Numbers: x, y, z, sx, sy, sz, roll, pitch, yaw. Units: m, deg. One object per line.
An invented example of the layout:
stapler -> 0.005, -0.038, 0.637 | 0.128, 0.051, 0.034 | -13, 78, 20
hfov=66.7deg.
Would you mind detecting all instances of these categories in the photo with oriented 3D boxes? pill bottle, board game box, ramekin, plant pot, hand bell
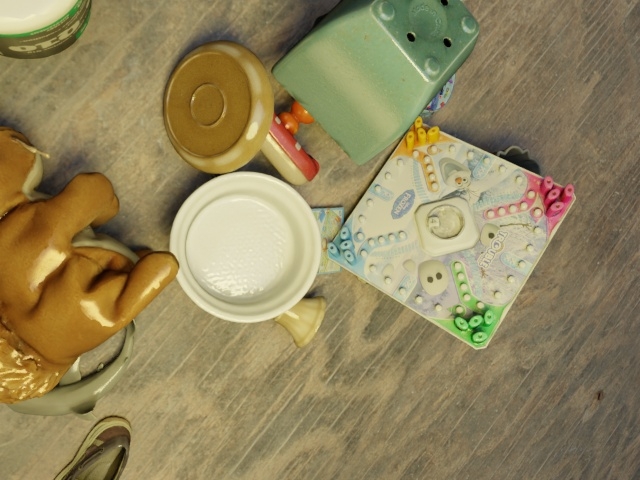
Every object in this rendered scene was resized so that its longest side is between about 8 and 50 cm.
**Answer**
pill bottle -> -0.412, -0.353, 0.640 | 0.204, 0.361, 0.204 | -6, 105, -24
board game box -> 0.267, -0.037, 1.035 | 0.390, 0.390, 0.050 | -55, 158, -9
ramekin -> -0.148, 0.014, 0.948 | 0.277, 0.135, 0.277 | 1, 87, -16
plant pot -> 0.112, -0.320, 0.826 | 0.247, 0.252, 0.248 | 44, 71, -13
hand bell -> -0.121, 0.125, 1.055 | 0.242, 0.126, 0.126 | 30, 89, -16
plant pot -> -0.193, -0.238, 0.864 | 0.032, 0.236, 0.236 | -11, 112, -65
board game box -> 0.000, 0.000, 1.110 | 0.104, 0.026, 0.154 | -4, 104, -25

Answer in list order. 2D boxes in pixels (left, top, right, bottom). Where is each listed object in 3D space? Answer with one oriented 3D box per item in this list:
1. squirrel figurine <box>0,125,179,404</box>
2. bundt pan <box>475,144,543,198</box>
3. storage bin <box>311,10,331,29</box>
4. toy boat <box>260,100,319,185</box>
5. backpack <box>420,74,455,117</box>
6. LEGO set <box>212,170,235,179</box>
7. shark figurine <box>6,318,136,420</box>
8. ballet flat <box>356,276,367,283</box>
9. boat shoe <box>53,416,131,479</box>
squirrel figurine -> -0.491, 0.031, 0.757 | 0.397, 0.281, 0.370 | -47, 111, -11
bundt pan -> 0.431, -0.068, 1.214 | 0.331, 0.124, 0.330 | -5, 98, -39
storage bin -> 0.030, -0.364, 1.004 | 0.122, 0.084, 0.180 | 21, 92, -28
toy boat -> -0.065, -0.230, 0.944 | 0.151, 0.151, 0.231 | -40, 117, 2
backpack -> 0.227, -0.353, 1.082 | 0.173, 0.117, 0.158 | 9, 98, -28
LEGO set -> -0.206, -0.144, 0.985 | 0.054, 0.023, 0.083 | -41, 103, -13
shark figurine -> -0.429, 0.271, 0.929 | 0.278, 0.116, 0.166 | -40, 117, -10
ballet flat -> 0.169, 0.078, 1.196 | 0.173, 0.049, 0.057 | -3, 103, -24
boat shoe -> -0.471, 0.497, 0.972 | 0.103, 0.092, 0.285 | 34, 87, -28
